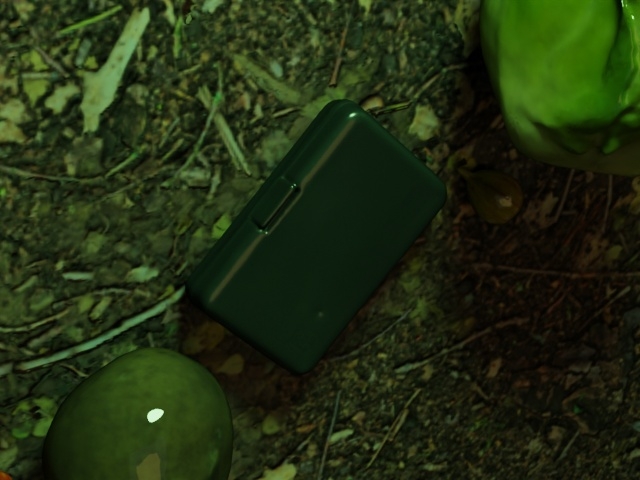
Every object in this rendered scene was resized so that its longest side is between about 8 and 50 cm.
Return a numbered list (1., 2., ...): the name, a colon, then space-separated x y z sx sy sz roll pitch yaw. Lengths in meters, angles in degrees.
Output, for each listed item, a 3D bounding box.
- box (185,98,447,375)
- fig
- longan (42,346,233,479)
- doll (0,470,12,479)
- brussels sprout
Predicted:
1. box: 0.000 0.000 1.432 0.230 0.050 0.160 -51 127 1
2. fig: 0.157 -0.051 1.503 0.083 0.050 0.050 39 90 -27
3. longan: -0.155 0.185 1.363 0.167 0.167 0.187 30 95 -36
4. doll: -0.374 0.242 1.314 0.245 0.076 0.142 2 95 -36
5. brussels sprout: 0.270 -0.197 1.366 0.227 0.259 0.294 14 102 -34
